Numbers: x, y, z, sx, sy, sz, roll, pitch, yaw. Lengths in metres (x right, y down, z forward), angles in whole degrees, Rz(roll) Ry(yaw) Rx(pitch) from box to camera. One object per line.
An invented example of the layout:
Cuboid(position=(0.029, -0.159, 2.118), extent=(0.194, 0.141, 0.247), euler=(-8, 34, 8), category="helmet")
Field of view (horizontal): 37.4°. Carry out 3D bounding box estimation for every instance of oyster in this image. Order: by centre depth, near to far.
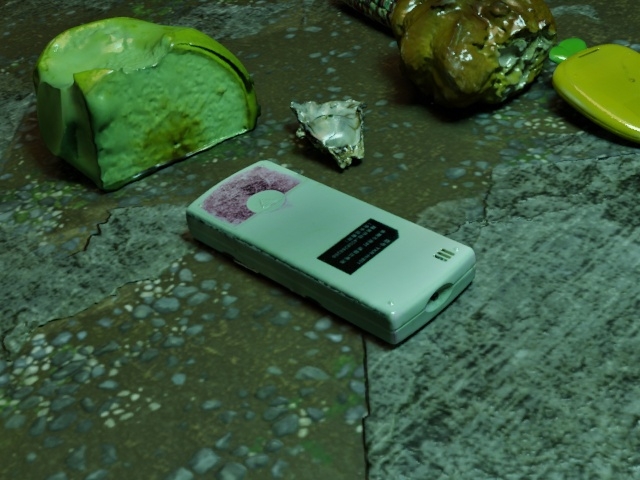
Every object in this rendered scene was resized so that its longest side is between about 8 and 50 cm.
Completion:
Cuboid(position=(0.010, -0.154, 1.284), extent=(0.109, 0.053, 0.165), euler=(9, 29, -7), category="oyster")

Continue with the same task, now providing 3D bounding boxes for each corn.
Cuboid(position=(0.109, -0.402, 1.573), extent=(0.086, 0.086, 0.253), euler=(-26, 37, -22), category="corn")

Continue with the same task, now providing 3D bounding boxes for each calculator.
Cuboid(position=(0.395, -0.204, 1.255), extent=(0.146, 0.032, 0.235), euler=(-25, 53, -23), category="calculator")

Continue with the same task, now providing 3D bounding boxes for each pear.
Cuboid(position=(-0.274, -0.227, 1.342), extent=(0.287, 0.176, 0.282), euler=(-26, 38, -24), category="pear")

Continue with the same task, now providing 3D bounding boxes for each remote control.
Cuboid(position=(0.000, 0.001, 1.077), extent=(0.344, 0.050, 0.145), euler=(26, 49, 38), category="remote control")

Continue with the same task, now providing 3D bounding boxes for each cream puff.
Cuboid(position=(0.213, -0.282, 1.340), extent=(0.241, 0.154, 0.269), euler=(6, 32, 11), category="cream puff")
